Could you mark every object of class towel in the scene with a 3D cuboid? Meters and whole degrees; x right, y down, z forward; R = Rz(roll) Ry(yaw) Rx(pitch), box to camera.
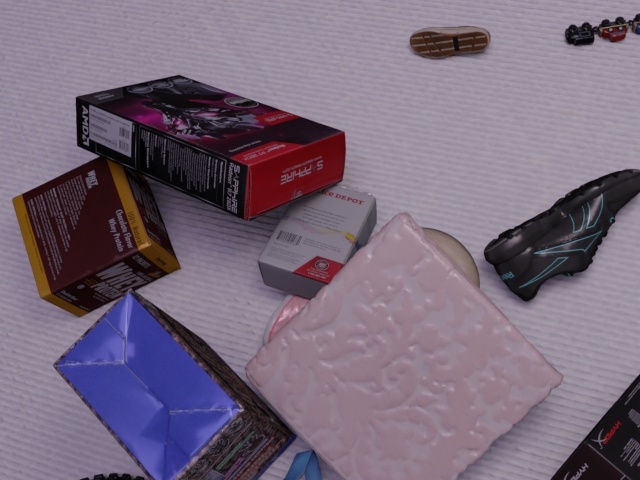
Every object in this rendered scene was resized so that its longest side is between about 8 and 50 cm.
[{"bbox_3d":[0.107,0.181,1.119,0.317,0.053,0.332,45,105,5],"label":"towel"}]

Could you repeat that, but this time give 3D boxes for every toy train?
[{"bbox_3d":[0.482,-0.344,1.329,0.158,0.027,0.036,-7,73,10],"label":"toy train"}]

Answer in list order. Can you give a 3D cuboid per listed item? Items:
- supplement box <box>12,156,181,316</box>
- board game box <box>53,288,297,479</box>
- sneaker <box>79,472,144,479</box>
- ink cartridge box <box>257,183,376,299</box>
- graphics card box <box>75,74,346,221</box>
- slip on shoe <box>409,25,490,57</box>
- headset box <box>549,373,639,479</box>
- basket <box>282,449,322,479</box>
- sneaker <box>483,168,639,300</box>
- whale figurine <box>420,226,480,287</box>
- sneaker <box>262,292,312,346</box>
[{"bbox_3d":[-0.368,-0.010,1.340,0.194,0.129,0.191,-26,67,3],"label":"supplement box"},{"bbox_3d":[-0.188,0.228,1.128,0.232,0.291,0.141,42,83,21],"label":"board game box"},{"bbox_3d":[-0.384,0.447,1.201,0.344,0.134,0.146,-18,93,2],"label":"sneaker"},{"bbox_3d":[0.000,0.000,1.264,0.127,0.072,0.175,17,58,18],"label":"ink cartridge box"},{"bbox_3d":[-0.174,-0.158,1.271,0.371,0.233,0.094,23,121,31],"label":"graphics card box"},{"bbox_3d":[0.221,-0.343,1.380,0.135,0.051,0.041,-1,31,20],"label":"slip on shoe"},{"bbox_3d":[0.463,0.320,0.995,0.293,0.110,0.218,40,43,21],"label":"headset box"},{"bbox_3d":[-0.003,0.433,1.044,0.201,0.255,0.288,-17,87,8],"label":"basket"},{"bbox_3d":[0.376,-0.012,1.213,0.267,0.101,0.106,-32,89,-1],"label":"sneaker"},{"bbox_3d":[0.144,0.115,1.202,0.216,0.141,0.272,3,96,14],"label":"whale figurine"},{"bbox_3d":[-0.030,0.122,1.261,0.070,0.051,0.134,28,75,25],"label":"sneaker"}]
